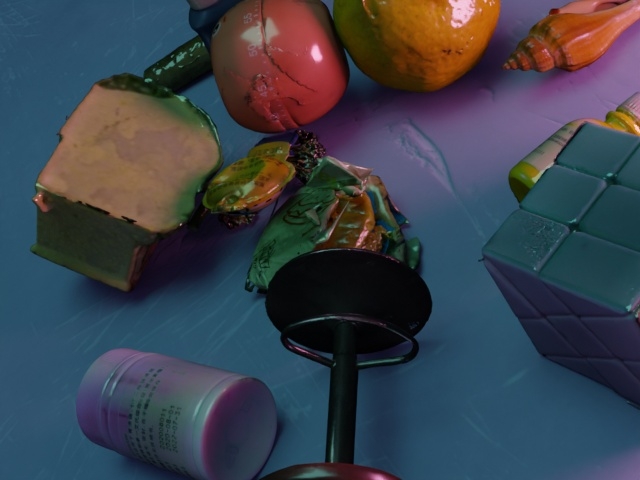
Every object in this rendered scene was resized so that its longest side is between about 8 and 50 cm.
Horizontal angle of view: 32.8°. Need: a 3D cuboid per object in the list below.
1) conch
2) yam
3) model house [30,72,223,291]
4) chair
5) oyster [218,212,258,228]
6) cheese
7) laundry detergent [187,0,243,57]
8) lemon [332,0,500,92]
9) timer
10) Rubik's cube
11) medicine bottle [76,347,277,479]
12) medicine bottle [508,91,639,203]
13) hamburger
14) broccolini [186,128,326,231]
[{"bbox_3d":[0.424,-0.322,1.667,0.330,0.093,0.109,-19,21,-12],"label":"conch"},{"bbox_3d":[-0.186,-0.397,2.148,0.371,0.083,0.083,-31,41,7],"label":"yam"},{"bbox_3d":[-0.324,-0.070,1.821,0.261,0.266,0.321,22,49,-3],"label":"model house"},{"bbox_3d":[0.026,0.229,1.304,0.226,0.226,0.401,-15,46,22],"label":"chair"},{"bbox_3d":[-0.129,-0.074,1.837,0.086,0.029,0.132,-12,46,25],"label":"oyster"},{"bbox_3d":[-0.099,-0.106,1.703,0.156,0.064,0.250,-7,30,25],"label":"cheese"},{"bbox_3d":[-0.143,-0.361,1.919,0.143,0.290,0.094,-24,42,15],"label":"laundry detergent"},{"bbox_3d":[0.152,-0.371,1.744,0.293,0.293,0.293,-19,44,19],"label":"lemon"},{"bbox_3d":[-0.070,-0.294,1.792,0.214,0.230,0.230,-19,43,9],"label":"timer"},{"bbox_3d":[0.360,0.034,1.259,0.225,0.221,0.231,-49,43,-15],"label":"Rubik's cube"},{"bbox_3d":[-0.201,0.239,1.499,0.253,0.152,0.152,8,57,39],"label":"medicine bottle"},{"bbox_3d":[0.369,-0.111,1.466,0.212,0.122,0.122,-39,41,-5],"label":"medicine bottle"},{"bbox_3d":[0.004,-0.004,1.592,0.260,0.150,0.276,-44,42,-7],"label":"hamburger"},{"bbox_3d":[-0.095,-0.081,1.774,0.271,0.062,0.123,-36,42,-14],"label":"broccolini"}]
